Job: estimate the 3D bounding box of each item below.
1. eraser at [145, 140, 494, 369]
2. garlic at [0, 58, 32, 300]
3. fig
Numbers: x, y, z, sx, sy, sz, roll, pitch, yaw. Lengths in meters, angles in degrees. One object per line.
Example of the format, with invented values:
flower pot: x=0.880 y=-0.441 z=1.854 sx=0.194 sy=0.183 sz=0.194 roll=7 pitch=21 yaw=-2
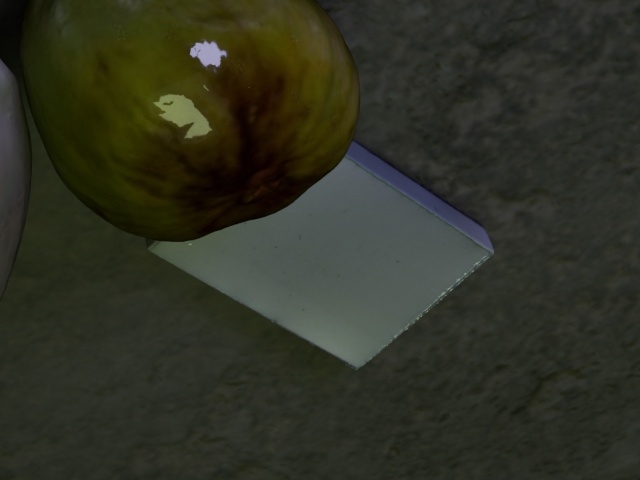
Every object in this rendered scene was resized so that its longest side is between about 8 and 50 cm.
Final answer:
eraser: x=0.000 y=0.000 z=0.988 sx=0.150 sy=0.023 sz=0.104 roll=32 pitch=117 yaw=-35
garlic: x=-0.252 y=-0.005 z=0.830 sx=0.325 sy=0.132 sz=0.279 roll=-18 pitch=155 yaw=14
fig: x=-0.057 y=-0.064 z=0.847 sx=0.136 sy=0.120 sz=0.153 roll=-31 pitch=131 yaw=13
